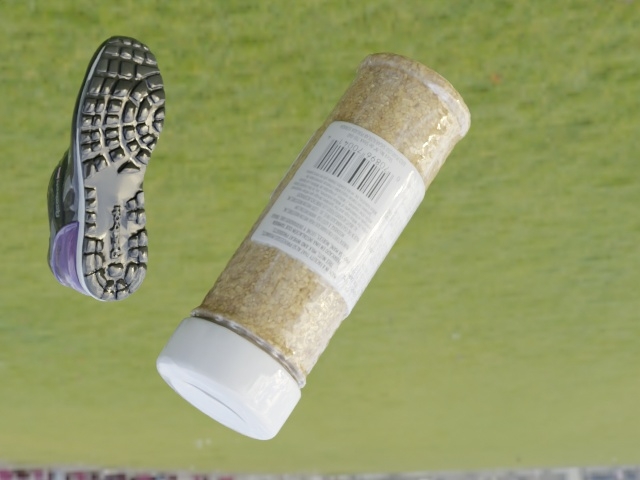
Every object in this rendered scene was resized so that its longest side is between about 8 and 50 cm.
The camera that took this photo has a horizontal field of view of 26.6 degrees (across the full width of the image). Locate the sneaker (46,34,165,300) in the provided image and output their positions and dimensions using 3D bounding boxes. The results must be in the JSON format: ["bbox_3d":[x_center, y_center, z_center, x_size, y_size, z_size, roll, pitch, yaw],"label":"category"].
[{"bbox_3d":[-0.253,-0.083,1.467,0.107,0.283,0.124,4,-174,-44],"label":"sneaker"}]

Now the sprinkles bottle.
[{"bbox_3d":[0.000,0.000,1.199,0.121,0.355,0.121,29,160,12],"label":"sprinkles bottle"}]
